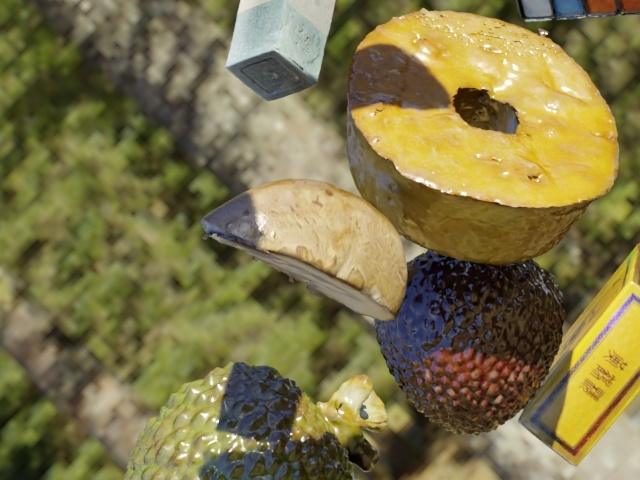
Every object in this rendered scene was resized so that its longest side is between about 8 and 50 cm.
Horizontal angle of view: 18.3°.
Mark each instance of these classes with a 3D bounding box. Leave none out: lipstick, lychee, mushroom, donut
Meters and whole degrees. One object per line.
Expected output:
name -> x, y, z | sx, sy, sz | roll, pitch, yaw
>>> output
lipstick -> -0.018, -0.286, 1.913 | 0.068, 0.066, 0.317 | -16, 50, 39
lychee -> -0.074, 0.276, 2.319 | 0.320, 0.270, 0.270 | -9, 3, 3
lychee -> 0.141, 0.087, 1.932 | 0.194, 0.194, 0.194 | -46, 0, 0
mushroom -> 0.000, -0.001, 1.718 | 0.072, 0.210, 0.094 | -17, 51, 53
donut -> 0.143, -0.090, 1.838 | 0.277, 0.277, 0.108 | -46, -20, -43

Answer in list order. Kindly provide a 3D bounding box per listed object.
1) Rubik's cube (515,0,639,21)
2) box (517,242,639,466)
Rubik's cube -> 0.293, -0.344, 2.174 | 0.155, 0.154, 0.151 | -1, 37, 25
box -> 0.315, 0.118, 2.166 | 0.193, 0.084, 0.301 | -54, -4, 13
